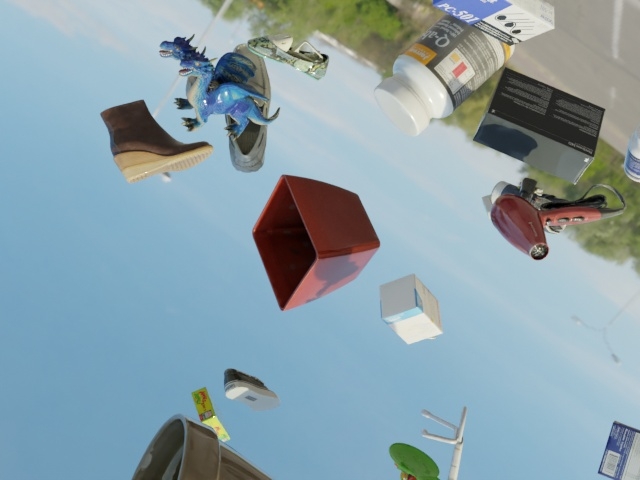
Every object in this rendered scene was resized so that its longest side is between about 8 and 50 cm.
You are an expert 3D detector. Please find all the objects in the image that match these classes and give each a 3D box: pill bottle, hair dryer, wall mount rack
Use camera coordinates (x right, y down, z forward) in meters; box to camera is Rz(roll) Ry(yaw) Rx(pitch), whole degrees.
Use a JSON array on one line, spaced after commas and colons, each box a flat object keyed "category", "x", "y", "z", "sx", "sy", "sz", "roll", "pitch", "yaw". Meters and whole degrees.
[{"category": "pill bottle", "x": 0.253, "y": -0.356, "z": 1.581, "sx": 0.162, "sy": 0.278, "sz": 0.162, "roll": 46, "pitch": 172, "yaw": 8}, {"category": "hair dryer", "x": 0.435, "y": -0.055, "z": 1.444, "sx": 0.223, "sy": 0.080, "sz": 0.293, "roll": 6, "pitch": -146, "yaw": 35}, {"category": "wall mount rack", "x": 0.309, "y": 0.602, "z": 2.078, "sx": 0.130, "sy": 0.350, "sz": 0.304, "roll": 11, "pitch": 179, "yaw": 11}, {"category": "pill bottle", "x": 0.817, "y": -0.225, "z": 1.916, "sx": 0.094, "sy": 0.094, "sz": 0.169, "roll": 46, "pitch": 173, "yaw": 30}]

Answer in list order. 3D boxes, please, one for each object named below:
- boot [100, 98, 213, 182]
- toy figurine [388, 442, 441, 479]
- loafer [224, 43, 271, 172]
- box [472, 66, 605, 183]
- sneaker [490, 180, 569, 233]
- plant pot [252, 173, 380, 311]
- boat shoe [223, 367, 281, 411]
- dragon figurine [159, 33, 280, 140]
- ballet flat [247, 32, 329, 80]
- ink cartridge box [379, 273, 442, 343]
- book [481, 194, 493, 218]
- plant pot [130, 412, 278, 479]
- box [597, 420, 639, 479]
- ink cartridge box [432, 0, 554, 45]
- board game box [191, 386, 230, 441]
[{"category": "boot", "x": -0.416, "y": -0.273, "z": 1.947, "sx": 0.090, "sy": 0.248, "sz": 0.207, "roll": 121, "pitch": 129, "yaw": -70}, {"category": "toy figurine", "x": 0.197, "y": 0.588, "z": 1.777, "sx": 0.130, "sy": 0.159, "sz": 0.173, "roll": 15, "pitch": -164, "yaw": -33}, {"category": "loafer", "x": -0.167, "y": -0.318, "z": 1.774, "sx": 0.112, "sy": 0.320, "sz": 0.111, "roll": -3, "pitch": 166, "yaw": -4}, {"category": "box", "x": 0.514, "y": -0.271, "z": 1.794, "sx": 0.261, "sy": 0.103, "sz": 0.184, "roll": 24, "pitch": -129, "yaw": 5}, {"category": "sneaker", "x": 0.505, "y": -0.058, "z": 1.729, "sx": 0.163, "sy": 0.086, "sz": 0.226, "roll": 25, "pitch": -175, "yaw": 42}, {"category": "plant pot", "x": 0.000, "y": 0.000, "z": 2.048, "sx": 0.235, "sy": 0.267, "sz": 0.267, "roll": -5, "pitch": -123, "yaw": -30}, {"category": "boat shoe", "x": -0.174, "y": 0.382, "z": 1.970, "sx": 0.219, "sy": 0.077, "sz": 0.070, "roll": 44, "pitch": -157, "yaw": -52}, {"category": "dragon figurine", "x": -0.141, "y": -0.244, "z": 1.243, "sx": 0.289, "sy": 0.144, "sz": 0.085, "roll": 5, "pitch": -128, "yaw": -41}, {"category": "ballet flat", "x": -0.060, "y": -0.388, "z": 1.559, "sx": 0.188, "sy": 0.070, "sz": 0.070, "roll": 14, "pitch": -153, "yaw": -38}, {"category": "ink cartridge box", "x": 0.204, "y": 0.158, "z": 1.691, "sx": 0.143, "sy": 0.089, "sz": 0.092, "roll": 46, "pitch": -147, "yaw": -40}, {"category": "book", "x": 0.460, "y": -0.090, "z": 1.918, "sx": 0.144, "sy": 0.096, "sz": 0.035, "roll": -76, "pitch": -27, "yaw": -72}, {"category": "plant pot", "x": -0.169, "y": 0.487, "z": 1.268, "sx": 0.280, "sy": 0.323, "sz": 0.323, "roll": 26, "pitch": -161, "yaw": -17}, {"category": "box", "x": 0.798, "y": 0.538, "z": 1.831, "sx": 0.225, "sy": 0.137, "sz": 0.036, "roll": 18, "pitch": -178, "yaw": 29}, {"category": "ink cartridge box", "x": 0.298, "y": -0.401, "z": 1.307, "sx": 0.207, "sy": 0.046, "sz": 0.097, "roll": 14, "pitch": 164, "yaw": -36}, {"category": "board game box", "x": -0.297, "y": 0.478, "z": 2.076, "sx": 0.181, "sy": 0.043, "sz": 0.092, "roll": 78, "pitch": 167, "yaw": -57}]
